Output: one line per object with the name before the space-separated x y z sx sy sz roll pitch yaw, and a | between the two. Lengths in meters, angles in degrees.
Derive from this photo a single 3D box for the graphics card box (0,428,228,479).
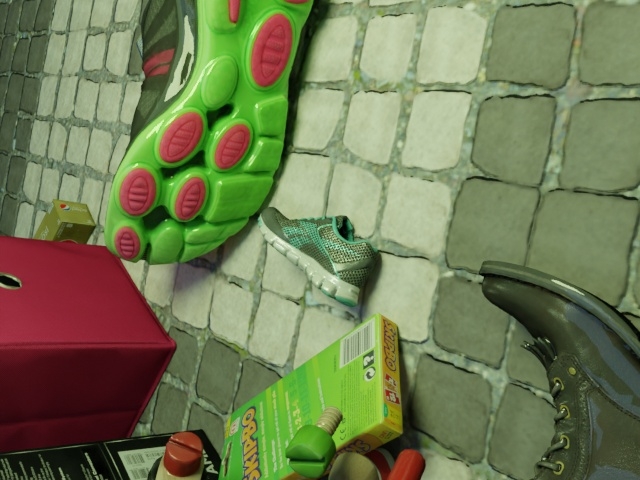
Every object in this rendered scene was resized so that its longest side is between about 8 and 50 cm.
graphics card box | -0.303 0.337 0.716 0.094 0.370 0.233 42 111 38

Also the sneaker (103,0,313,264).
sneaker | -0.136 -0.193 0.794 0.202 0.185 0.483 38 107 59

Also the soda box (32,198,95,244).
soda box | -0.455 0.018 1.111 0.181 0.061 0.058 -52 54 25

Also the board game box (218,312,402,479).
board game box | -0.020 0.187 0.665 0.259 0.039 0.124 -37 31 31

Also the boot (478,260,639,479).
boot | 0.172 0.159 0.467 0.263 0.091 0.229 37 101 38

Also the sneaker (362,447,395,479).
sneaker | 0.054 0.254 0.599 0.042 0.067 0.119 -40 59 32

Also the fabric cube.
fabric cube | -0.406 0.163 0.913 0.254 0.258 0.259 44 114 38

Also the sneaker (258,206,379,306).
sneaker | 0.000 0.000 0.700 0.166 0.065 0.076 39 94 36

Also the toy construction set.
toy construction set | -0.068 0.293 0.514 0.257 0.237 0.309 45 125 0

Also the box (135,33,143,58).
box | -0.187 -0.314 0.906 0.169 0.059 0.054 -44 58 30
